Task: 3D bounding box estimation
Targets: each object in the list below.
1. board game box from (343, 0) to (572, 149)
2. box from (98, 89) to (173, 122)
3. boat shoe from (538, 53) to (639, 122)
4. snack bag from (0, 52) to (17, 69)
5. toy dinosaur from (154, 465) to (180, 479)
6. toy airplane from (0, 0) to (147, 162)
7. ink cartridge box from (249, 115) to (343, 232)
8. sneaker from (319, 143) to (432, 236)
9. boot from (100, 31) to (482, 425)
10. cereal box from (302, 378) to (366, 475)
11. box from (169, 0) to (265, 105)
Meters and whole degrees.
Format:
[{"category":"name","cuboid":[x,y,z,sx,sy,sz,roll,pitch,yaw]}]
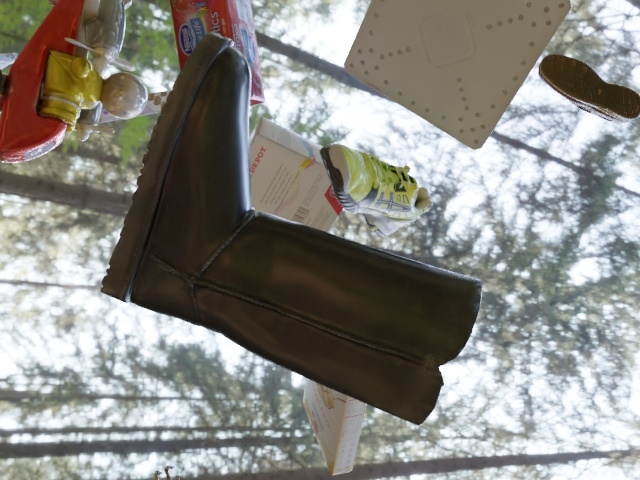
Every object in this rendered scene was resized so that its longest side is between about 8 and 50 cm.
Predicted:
[{"category":"board game box","cuboid":[0.291,-0.459,1.563,0.390,0.050,0.390,34,-52,9]},{"category":"box","cuboid":[-0.549,-0.418,2.146,0.067,0.324,0.063,5,-71,47]},{"category":"boat shoe","cuboid":[0.427,-0.237,1.125,0.064,0.178,0.060,-64,-178,-13]},{"category":"snack bag","cuboid":[-0.911,-0.365,1.559,0.342,0.323,0.037,-17,-89,30]},{"category":"toy dinosaur","cuboid":[-0.363,0.572,1.604,0.183,0.053,0.092,12,-82,53]},{"category":"toy airplane","cuboid":[-0.439,-0.336,1.295,0.384,0.272,0.386,-55,-166,19]},{"category":"ink cartridge box","cuboid":[-0.078,-0.162,1.890,0.226,0.306,0.131,-56,-164,29]},{"category":"sneaker","cuboid":[0.121,-0.129,1.493,0.147,0.385,0.145,-25,-112,18]},{"category":"boot","cuboid":[-0.001,0.002,0.860,0.146,0.445,0.367,-73,-173,-64]},{"category":"cereal box","cuboid":[0.023,0.265,1.212,0.173,0.047,0.240,-118,-153,-48]},{"category":"box","cuboid":[-0.205,-0.394,1.388,0.123,0.128,0.256,-8,-87,21]}]
